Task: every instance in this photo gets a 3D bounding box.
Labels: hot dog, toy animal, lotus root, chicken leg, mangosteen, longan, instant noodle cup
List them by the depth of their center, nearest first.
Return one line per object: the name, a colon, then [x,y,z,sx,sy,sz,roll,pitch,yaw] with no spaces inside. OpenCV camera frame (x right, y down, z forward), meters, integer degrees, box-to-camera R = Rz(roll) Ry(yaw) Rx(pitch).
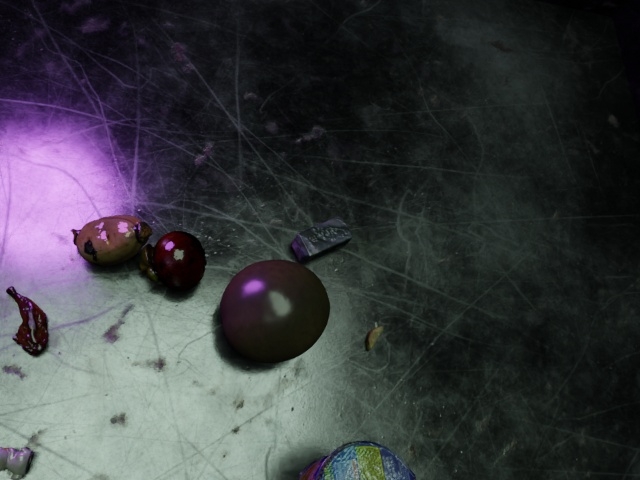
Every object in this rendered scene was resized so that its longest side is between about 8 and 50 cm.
toy animal: [-0.790,0.550,1.417,0.124,0.071,0.085,15,85,-21]
instant noodle cup: [0.067,0.678,1.501,0.284,0.312,0.284,7,68,-16]
chicken leg: [-0.801,0.216,1.555,0.093,0.053,0.205,-14,70,-7]
lotus root: [-0.597,0.001,1.623,0.154,0.257,0.140,-47,125,-59]
longan: [-0.129,0.201,1.645,0.319,0.319,0.319,6,68,-15]
mangosteen: [-0.433,0.062,1.660,0.200,0.200,0.200,6,68,-15]
hot dog: [0.169,0.309,1.829,0.034,0.030,0.090,35,63,-1]

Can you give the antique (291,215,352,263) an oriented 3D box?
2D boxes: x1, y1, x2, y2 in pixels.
antique: [0.000,0.000,1.863,0.183,0.086,0.088,-24,78,-24]
